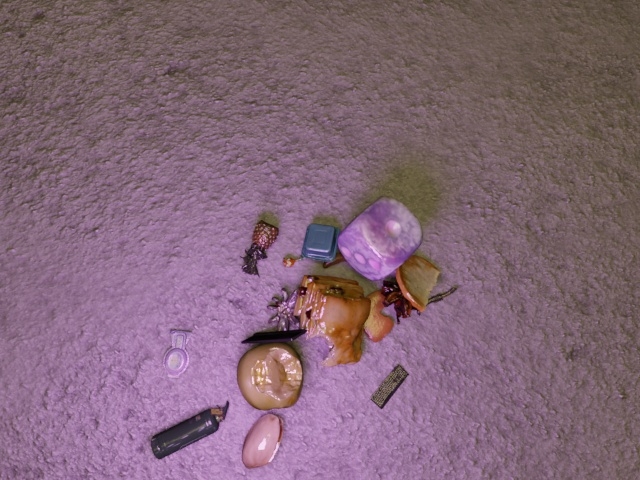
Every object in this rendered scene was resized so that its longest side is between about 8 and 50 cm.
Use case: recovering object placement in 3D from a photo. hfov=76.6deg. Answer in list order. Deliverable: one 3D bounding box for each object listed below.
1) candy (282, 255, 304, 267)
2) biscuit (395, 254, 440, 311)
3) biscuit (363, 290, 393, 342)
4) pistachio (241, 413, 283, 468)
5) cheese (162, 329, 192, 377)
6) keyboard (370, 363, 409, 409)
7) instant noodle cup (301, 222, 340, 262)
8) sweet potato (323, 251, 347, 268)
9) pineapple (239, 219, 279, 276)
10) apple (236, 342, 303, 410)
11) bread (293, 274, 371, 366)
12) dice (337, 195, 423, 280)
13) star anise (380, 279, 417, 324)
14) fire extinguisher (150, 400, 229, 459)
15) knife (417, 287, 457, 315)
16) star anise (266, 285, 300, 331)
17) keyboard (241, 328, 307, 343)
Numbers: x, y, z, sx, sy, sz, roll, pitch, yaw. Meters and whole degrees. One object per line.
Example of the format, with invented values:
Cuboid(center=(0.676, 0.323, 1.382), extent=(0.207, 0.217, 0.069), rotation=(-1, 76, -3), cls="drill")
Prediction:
Cuboid(center=(-0.084, 0.082, 1.837), extent=(0.184, 0.049, 0.056), rotation=(-16, 36, -15), cls="candy")
Cuboid(center=(0.419, 0.166, 1.789), extent=(0.204, 0.040, 0.309), rotation=(42, 40, 1), cls="biscuit")
Cuboid(center=(0.255, 0.336, 1.821), extent=(0.186, 0.036, 0.192), rotation=(-36, 85, -13), cls="biscuit")
Cuboid(center=(-0.233, 0.809, 1.629), extent=(0.152, 0.126, 0.223), rotation=(27, 73, 37), cls="pistachio")
Cuboid(center=(-0.602, 0.476, 1.700), extent=(0.105, 0.042, 0.191), rotation=(6, 76, -6), cls="cheese")
Cuboid(center=(0.304, 0.638, 1.773), extent=(0.074, 0.015, 0.196), rotation=(43, 78, 3), cls="keyboard")
Cuboid(center=(0.000, 0.000, 1.821), extent=(0.156, 0.070, 0.179), rotation=(8, 66, 7), cls="instant noodle cup")
Cuboid(center=(0.096, 0.081, 1.850), extent=(0.181, 0.053, 0.054), rotation=(-10, 41, -10), cls="sweet potato")
Cuboid(center=(-0.278, 0.037, 1.801), extent=(0.125, 0.125, 0.252), rotation=(23, 87, -1), cls="pineapple")
Cuboid(center=(-0.202, 0.539, 1.620), extent=(0.278, 0.279, 0.280), rotation=(1, 78, -6), cls="apple")
Cuboid(center=(0.058, 0.335, 1.674), extent=(0.313, 0.191, 0.371), rotation=(9, 83, -30), cls="bread")
Cuboid(center=(0.254, -0.009, 1.752), extent=(0.270, 0.271, 0.270), rotation=(-41, 87, -24), cls="dice")
Cuboid(center=(0.350, 0.247, 1.803), extent=(0.220, 0.126, 0.190), rotation=(-26, 81, -34), cls="star anise")
Cuboid(center=(-0.510, 0.754, 1.629), extent=(0.310, 0.114, 0.096), rotation=(-23, 120, -8), cls="fire extinguisher")
Cuboid(center=(0.530, 0.270, 1.869), extent=(0.222, 0.021, 0.046), rotation=(-32, 82, -7), cls="knife")
Cuboid(center=(-0.126, 0.299, 1.753), extent=(0.257, 0.110, 0.199), rotation=(-36, 84, -5), cls="star anise")
Cuboid(center=(-0.190, 0.388, 1.637), extent=(0.100, 0.309, 0.018), rotation=(-21, 95, -50), cls="keyboard")
